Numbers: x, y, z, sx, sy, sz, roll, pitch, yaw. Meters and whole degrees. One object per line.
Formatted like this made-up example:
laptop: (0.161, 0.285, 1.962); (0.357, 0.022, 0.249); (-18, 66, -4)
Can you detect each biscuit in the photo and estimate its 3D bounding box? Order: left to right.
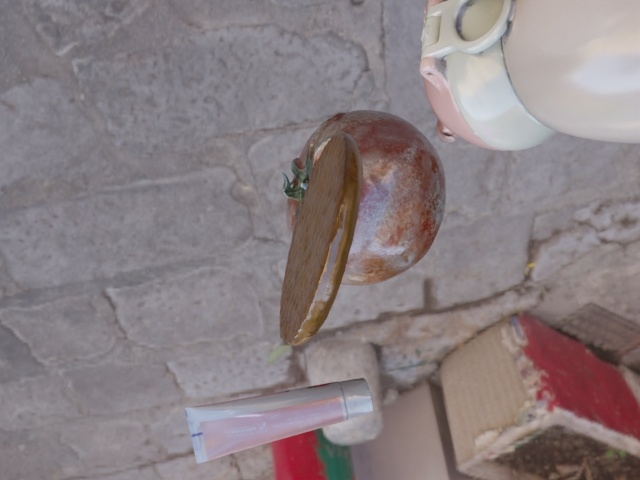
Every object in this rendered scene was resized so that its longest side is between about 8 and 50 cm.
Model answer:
biscuit: (0.001, 0.000, 0.942); (0.037, 0.261, 0.262); (14, 139, -12)

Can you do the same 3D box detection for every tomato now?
tomato: (0.072, -0.075, 1.421); (0.283, 0.316, 0.316); (13, 138, -17)

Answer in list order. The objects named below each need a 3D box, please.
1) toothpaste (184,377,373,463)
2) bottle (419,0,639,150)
toothpaste: (-0.042, 0.188, 0.849); (0.195, 0.043, 0.067); (-11, 106, -7)
bottle: (0.165, -0.124, 0.500); (0.148, 0.147, 0.237); (26, 157, -36)
